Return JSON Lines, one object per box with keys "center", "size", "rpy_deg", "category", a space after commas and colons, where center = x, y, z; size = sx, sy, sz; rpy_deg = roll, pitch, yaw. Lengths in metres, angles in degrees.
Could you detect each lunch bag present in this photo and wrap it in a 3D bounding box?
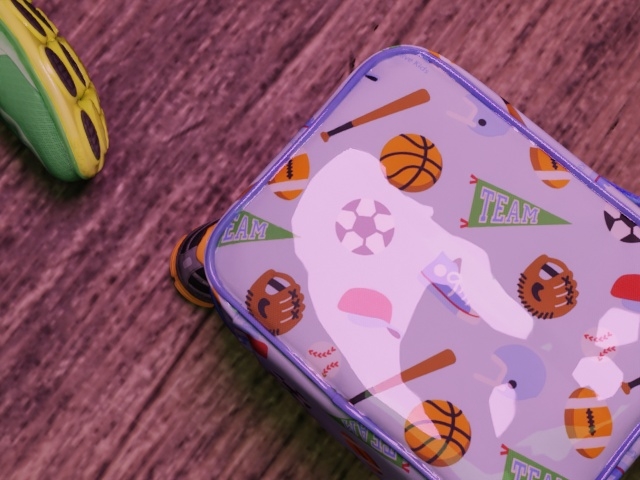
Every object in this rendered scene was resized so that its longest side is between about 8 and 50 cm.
{"center": [0.095, 0.035, 0.787], "size": [0.303, 0.115, 0.243], "rpy_deg": [41, 77, 8], "category": "lunch bag"}

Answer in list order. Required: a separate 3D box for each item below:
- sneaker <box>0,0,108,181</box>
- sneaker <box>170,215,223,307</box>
{"center": [-0.267, -0.142, 0.876], "size": [0.295, 0.109, 0.123], "rpy_deg": [44, 97, 1], "category": "sneaker"}
{"center": [0.000, 0.000, 0.890], "size": [0.214, 0.083, 0.084], "rpy_deg": [-17, 83, -11], "category": "sneaker"}
